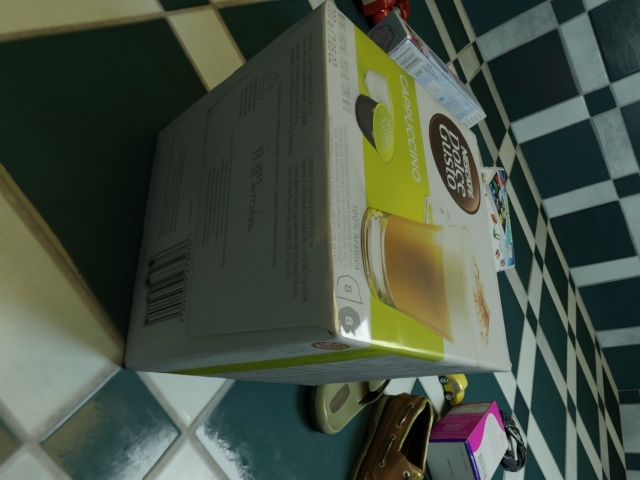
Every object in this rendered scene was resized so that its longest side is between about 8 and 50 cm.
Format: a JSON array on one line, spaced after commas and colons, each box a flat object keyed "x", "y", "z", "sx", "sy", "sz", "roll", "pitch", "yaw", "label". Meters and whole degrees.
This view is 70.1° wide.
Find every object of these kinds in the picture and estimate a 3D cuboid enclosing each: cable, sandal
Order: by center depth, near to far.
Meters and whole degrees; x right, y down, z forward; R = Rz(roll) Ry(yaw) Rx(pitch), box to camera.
[{"x": 0.089, "y": 0.240, "z": 0.833, "sx": 0.302, "sy": 0.086, "sz": 0.120, "roll": -38, "pitch": 106, "yaw": -52, "label": "sandal"}, {"x": 0.548, "y": 0.586, "z": 1.331, "sx": 0.184, "sy": 0.047, "sz": 0.151, "roll": 43, "pitch": 40, "yaw": -30, "label": "cable"}]

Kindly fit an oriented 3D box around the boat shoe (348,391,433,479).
[{"x": 0.127, "y": 0.406, "z": 0.796, "sx": 0.111, "sy": 0.104, "sz": 0.308, "roll": 48, "pitch": 42, "yaw": -29, "label": "boat shoe"}]

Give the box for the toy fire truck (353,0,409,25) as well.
[{"x": 0.226, "y": -0.672, "z": 1.375, "sx": 0.217, "sy": 0.158, "sz": 0.247, "roll": -53, "pitch": 129, "yaw": -49, "label": "toy fire truck"}]

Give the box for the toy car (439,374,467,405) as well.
[{"x": 0.317, "y": 0.264, "z": 1.150, "sx": 0.239, "sy": 0.053, "sz": 0.225, "roll": 51, "pitch": 41, "yaw": -27, "label": "toy car"}]

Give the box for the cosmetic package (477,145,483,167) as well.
[{"x": 0.478, "y": -0.163, "z": 1.498, "sx": 0.160, "sy": 0.113, "sz": 0.310, "roll": 3, "pitch": 72, "yaw": -52, "label": "cosmetic package"}]

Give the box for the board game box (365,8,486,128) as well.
[{"x": 0.100, "y": -0.211, "z": 0.847, "sx": 0.318, "sy": 0.317, "sz": 0.066, "roll": 15, "pitch": 49, "yaw": -50, "label": "board game box"}]

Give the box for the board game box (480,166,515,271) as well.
[{"x": 0.490, "y": -0.060, "z": 1.339, "sx": 0.192, "sy": 0.053, "sz": 0.306, "roll": -6, "pitch": 90, "yaw": -43, "label": "board game box"}]

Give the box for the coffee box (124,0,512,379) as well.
[{"x": 0.000, "y": 0.000, "z": 0.595, "sx": 0.334, "sy": 0.338, "sz": 0.338, "roll": 21, "pitch": 60, "yaw": -42, "label": "coffee box"}]

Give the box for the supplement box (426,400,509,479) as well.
[{"x": 0.334, "y": 0.462, "z": 1.038, "sx": 0.220, "sy": 0.113, "sz": 0.111, "roll": -9, "pitch": 82, "yaw": -52, "label": "supplement box"}]
